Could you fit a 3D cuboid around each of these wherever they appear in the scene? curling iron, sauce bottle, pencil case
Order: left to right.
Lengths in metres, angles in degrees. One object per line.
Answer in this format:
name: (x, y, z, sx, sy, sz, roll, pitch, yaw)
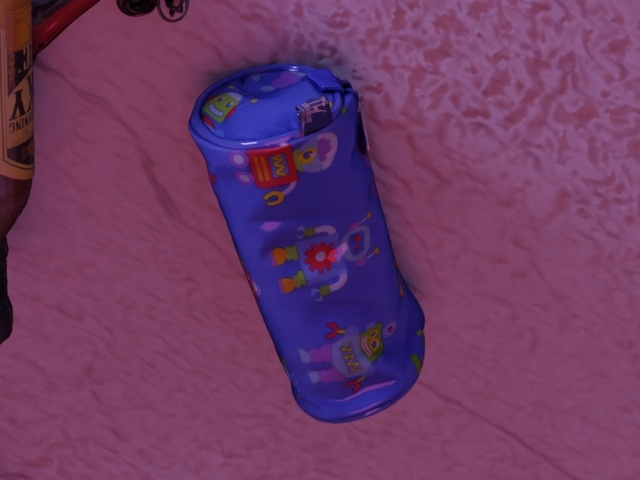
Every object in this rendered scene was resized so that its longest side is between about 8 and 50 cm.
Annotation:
sauce bottle: (-0.260, -0.087, 1.205, 0.111, 0.111, 0.344, 1, 115, -5)
curling iron: (-0.208, -0.141, 1.252, 0.274, 0.035, 0.068, -29, 123, 16)
pencil case: (0.000, 0.000, 1.321, 0.133, 0.119, 0.306, -20, 126, -3)
